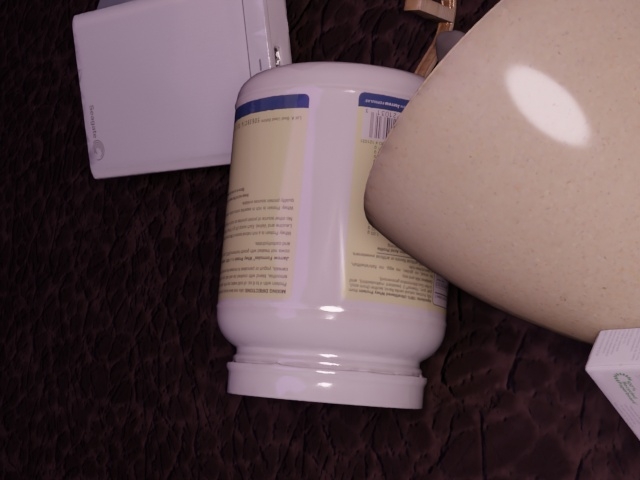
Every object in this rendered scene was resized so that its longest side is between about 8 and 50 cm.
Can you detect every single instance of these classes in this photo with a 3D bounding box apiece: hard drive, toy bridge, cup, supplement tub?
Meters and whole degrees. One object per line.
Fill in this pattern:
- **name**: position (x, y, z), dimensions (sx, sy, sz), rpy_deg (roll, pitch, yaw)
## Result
- **hard drive**: position (-0.185, -0.210, 1.460), dimensions (0.353, 0.047, 0.233), rpy_deg (-3, 95, 39)
- **toy bridge**: position (0.120, -0.251, 1.206), dimensions (0.026, 0.063, 0.188), rpy_deg (11, 91, 47)
- **cup**: position (0.234, -0.047, 0.893), dimensions (0.237, 0.331, 0.331), rpy_deg (48, 117, 20)
- **supplement tub**: position (0.017, 0.002, 1.134), dimensions (0.235, 0.235, 0.324), rpy_deg (-3, 79, 46)

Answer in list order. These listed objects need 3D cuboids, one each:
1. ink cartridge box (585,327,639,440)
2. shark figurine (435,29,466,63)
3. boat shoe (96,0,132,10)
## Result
- **ink cartridge box**: position (0.339, 0.140, 0.791), dimensions (0.224, 0.223, 0.045), rpy_deg (-6, 44, 45)
- **shark figurine**: position (0.212, -0.193, 1.065), dimensions (0.278, 0.116, 0.166), rpy_deg (-26, 65, 41)
- **boat shoe**: position (-0.216, -0.387, 1.560), dimensions (0.113, 0.105, 0.306), rpy_deg (47, 121, 37)
